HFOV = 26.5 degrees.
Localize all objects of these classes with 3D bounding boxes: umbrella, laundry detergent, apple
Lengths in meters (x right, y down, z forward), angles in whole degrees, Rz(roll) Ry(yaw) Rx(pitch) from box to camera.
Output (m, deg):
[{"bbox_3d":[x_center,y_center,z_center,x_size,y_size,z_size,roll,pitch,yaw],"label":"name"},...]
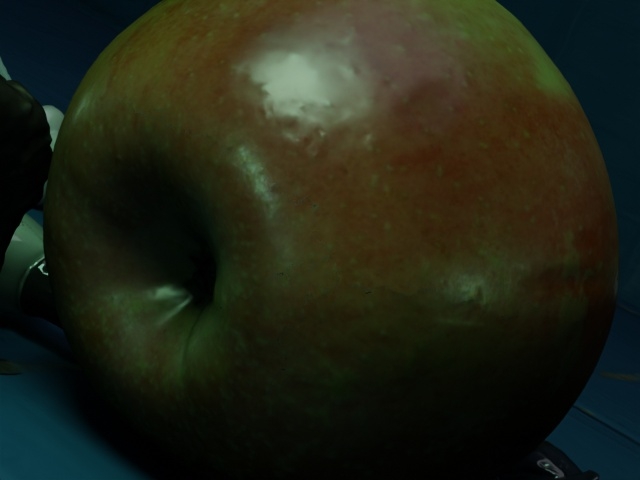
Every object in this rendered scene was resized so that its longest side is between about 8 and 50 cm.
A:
[{"bbox_3d":[0.165,0.172,0.930,0.070,0.071,0.248,21,8,-23],"label":"umbrella"},{"bbox_3d":[-0.235,-0.006,0.874,0.225,0.070,0.099,27,3,18],"label":"laundry detergent"},{"bbox_3d":[0.000,0.000,0.757,0.277,0.319,0.319,-18,36,-36],"label":"apple"}]

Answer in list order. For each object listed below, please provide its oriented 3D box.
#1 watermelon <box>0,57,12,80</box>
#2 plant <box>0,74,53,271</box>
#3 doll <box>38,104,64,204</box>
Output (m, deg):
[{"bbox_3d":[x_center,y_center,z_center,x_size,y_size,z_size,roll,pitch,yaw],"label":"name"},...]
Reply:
[{"bbox_3d":[-0.364,-0.187,1.113,0.289,0.214,0.320,22,-2,-26],"label":"watermelon"},{"bbox_3d":[-0.270,-0.055,0.722,0.234,0.178,0.204,34,12,18],"label":"plant"},{"bbox_3d":[-0.153,-0.027,1.082,0.271,0.144,0.208,29,-9,13],"label":"doll"}]
